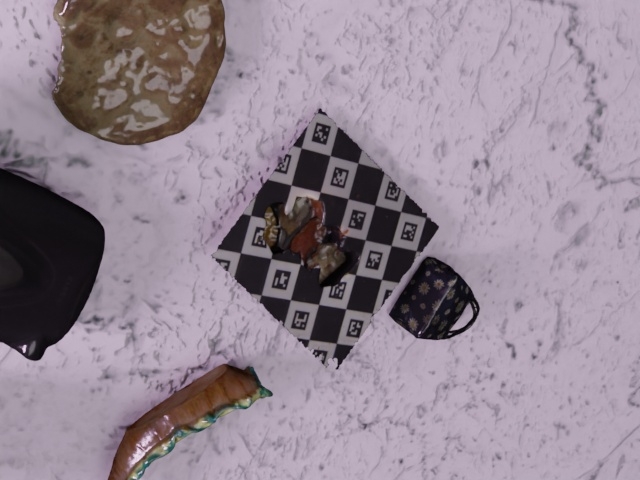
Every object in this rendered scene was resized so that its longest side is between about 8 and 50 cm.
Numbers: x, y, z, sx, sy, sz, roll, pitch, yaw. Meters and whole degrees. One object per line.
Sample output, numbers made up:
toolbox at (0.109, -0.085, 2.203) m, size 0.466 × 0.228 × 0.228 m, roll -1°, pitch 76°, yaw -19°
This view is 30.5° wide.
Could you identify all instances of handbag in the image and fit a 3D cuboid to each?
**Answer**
handbag at (0.190, 0.102, 1.744) m, size 0.139 × 0.072 × 0.115 m, roll 27°, pitch 97°, yaw -41°

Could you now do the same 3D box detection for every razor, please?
razor at (-0.398, 0.012, 1.293) m, size 0.349 × 0.113 × 0.204 m, roll 25°, pitch 91°, yaw -55°

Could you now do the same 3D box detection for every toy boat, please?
toy boat at (-0.203, 0.269, 1.593) m, size 0.293 × 0.108 × 0.099 m, roll -40°, pitch 101°, yaw -5°

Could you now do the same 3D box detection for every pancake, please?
pancake at (-0.211, -0.220, 1.355) m, size 0.223 × 0.042 × 0.236 m, roll -24°, pitch 128°, yaw -16°

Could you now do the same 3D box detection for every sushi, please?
sushi at (0.000, 0.000, 1.594) m, size 0.290 × 0.050 × 0.264 m, roll 44°, pitch 76°, yaw -36°
